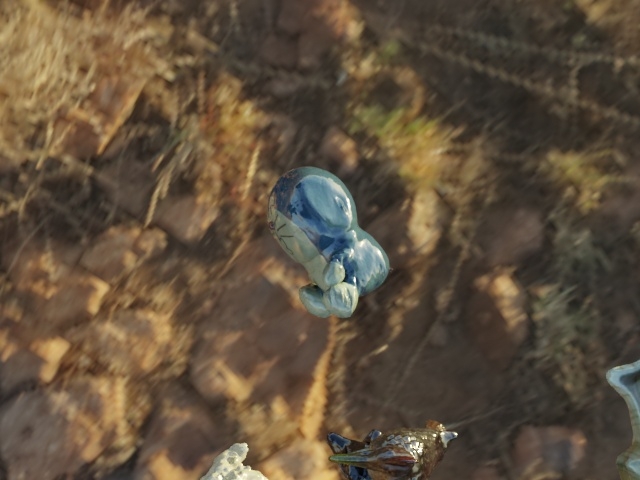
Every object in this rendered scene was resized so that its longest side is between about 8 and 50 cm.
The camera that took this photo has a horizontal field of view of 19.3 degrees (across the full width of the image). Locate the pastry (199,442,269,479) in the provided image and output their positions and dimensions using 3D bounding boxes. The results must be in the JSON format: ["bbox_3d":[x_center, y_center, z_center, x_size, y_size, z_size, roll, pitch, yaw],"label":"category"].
[{"bbox_3d":[-0.025,0.277,1.311,0.121,0.089,0.258,-34,90,-30],"label":"pastry"}]

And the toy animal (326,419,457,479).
[{"bbox_3d":[0.062,0.172,1.503,0.105,0.202,0.070,-19,84,1],"label":"toy animal"}]

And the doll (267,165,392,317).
[{"bbox_3d":[0.000,0.000,1.028,0.050,0.076,0.083,-32,92,-16],"label":"doll"}]

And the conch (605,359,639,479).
[{"bbox_3d":[0.275,0.139,1.432,0.137,0.114,0.234,14,79,-1],"label":"conch"}]
